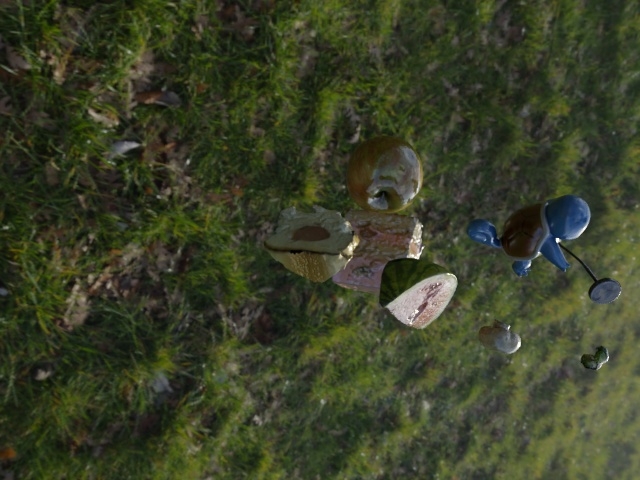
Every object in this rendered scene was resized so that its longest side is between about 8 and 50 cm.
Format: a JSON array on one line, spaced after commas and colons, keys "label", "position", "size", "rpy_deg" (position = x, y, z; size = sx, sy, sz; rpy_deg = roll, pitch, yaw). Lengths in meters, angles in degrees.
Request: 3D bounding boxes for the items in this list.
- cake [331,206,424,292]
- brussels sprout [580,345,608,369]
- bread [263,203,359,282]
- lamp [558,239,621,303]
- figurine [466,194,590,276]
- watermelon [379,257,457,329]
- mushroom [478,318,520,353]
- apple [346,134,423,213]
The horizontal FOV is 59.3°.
[{"label": "cake", "position": [0.231, 0.061, 2.238], "size": [0.293, 0.314, 0.306], "rpy_deg": [45, 55, -66]}, {"label": "brussels sprout", "position": [0.747, 0.322, 1.527], "size": [0.046, 0.051, 0.083], "rpy_deg": [-25, 160, -31]}, {"label": "bread", "position": [-0.005, -0.008, 1.613], "size": [0.224, 0.211, 0.183], "rpy_deg": [38, 49, -20]}, {"label": "lamp", "position": [0.977, 0.071, 2.128], "size": [0.130, 0.371, 0.108], "rpy_deg": [-33, 140, 16]}, {"label": "figurine", "position": [0.739, -0.035, 1.970], "size": [0.243, 0.416, 0.297], "rpy_deg": [45, 49, -33]}, {"label": "watermelon", "position": [0.215, 0.100, 1.320], "size": [0.159, 0.128, 0.303], "rpy_deg": [-48, 150, 6]}, {"label": "mushroom", "position": [0.723, 0.389, 2.266], "size": [0.166, 0.166, 0.127], "rpy_deg": [9, 94, -61]}, {"label": "apple", "position": [0.214, -0.230, 1.884], "size": [0.264, 0.264, 0.264], "rpy_deg": [-36, 133, -49]}]
